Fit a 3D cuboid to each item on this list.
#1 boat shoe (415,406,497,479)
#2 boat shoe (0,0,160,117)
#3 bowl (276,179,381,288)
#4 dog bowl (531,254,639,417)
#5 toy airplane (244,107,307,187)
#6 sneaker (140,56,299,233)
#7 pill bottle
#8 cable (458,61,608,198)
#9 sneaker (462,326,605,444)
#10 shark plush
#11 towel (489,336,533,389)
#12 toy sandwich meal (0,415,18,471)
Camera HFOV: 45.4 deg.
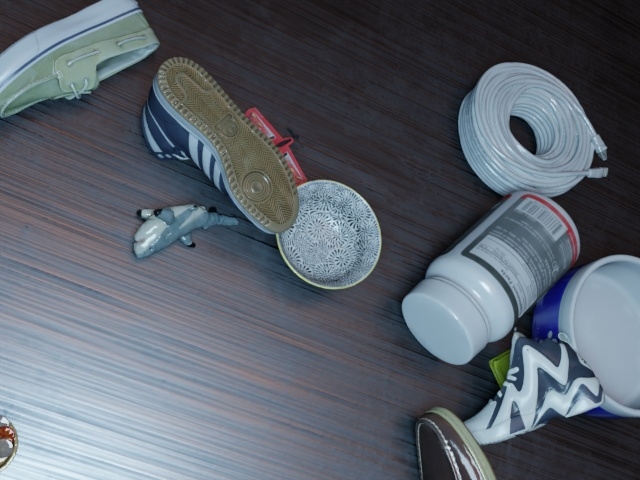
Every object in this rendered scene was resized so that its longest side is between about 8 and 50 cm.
[{"bbox_3d":[0.185,0.415,1.090,0.123,0.123,0.342,-11,84,-27],"label":"boat shoe"},{"bbox_3d":[-0.353,-0.252,1.085,0.094,0.109,0.302,48,59,-4],"label":"boat shoe"},{"bbox_3d":[0.000,0.000,1.165,0.170,0.080,0.170,7,72,-21],"label":"bowl"},{"bbox_3d":[0.491,0.163,1.282,0.264,0.104,0.265,6,73,-22],"label":"dog bowl"},{"bbox_3d":[-0.090,-0.128,1.197,0.151,0.028,0.151,7,70,-20],"label":"toy airplane"},{"bbox_3d":[-0.151,-0.119,1.108,0.099,0.153,0.282,-42,99,-30],"label":"sneaker"},{"bbox_3d":[0.270,0.058,1.214,0.283,0.161,0.161,-39,90,-28],"label":"pill bottle"},{"bbox_3d":[0.371,-0.196,1.381,0.257,0.089,0.257,-16,79,-26],"label":"cable"},{"bbox_3d":[0.298,0.218,1.180,0.235,0.094,0.153,-25,69,16],"label":"sneaker"},{"bbox_3d":[-0.200,-0.019,1.120,0.161,0.073,0.067,-12,98,-46],"label":"shark plush"},{"bbox_3d":[0.396,0.204,1.299,0.237,0.021,0.102,-21,81,-27],"label":"towel"},{"bbox_3d":[-0.414,0.252,0.937,0.085,0.029,0.086,7,71,-21],"label":"toy sandwich meal"}]
